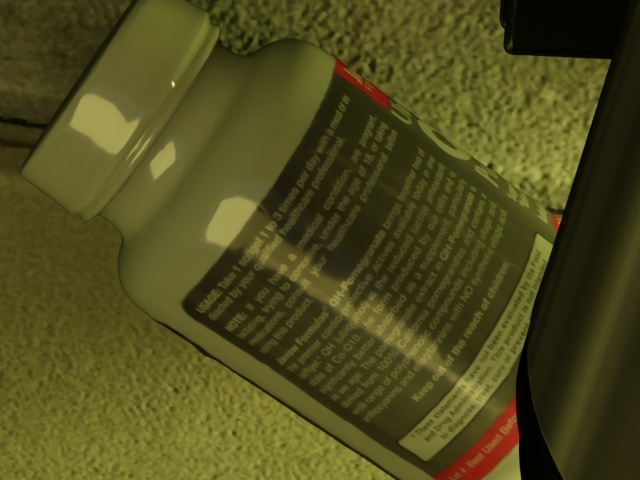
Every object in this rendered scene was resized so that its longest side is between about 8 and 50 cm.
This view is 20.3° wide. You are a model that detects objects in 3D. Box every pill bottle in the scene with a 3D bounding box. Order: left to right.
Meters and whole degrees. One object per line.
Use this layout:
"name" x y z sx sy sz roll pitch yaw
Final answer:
"pill bottle" 0.000 0.000 0.993 0.318 0.176 0.176 35 119 -11

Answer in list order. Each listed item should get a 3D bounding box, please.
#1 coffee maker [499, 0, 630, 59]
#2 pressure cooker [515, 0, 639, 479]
"coffee maker" 0.183 -0.135 0.921 0.178 0.120 0.171 6 121 6
"pressure cooker" 0.278 0.029 0.742 0.369 0.375 0.420 5 128 -10
